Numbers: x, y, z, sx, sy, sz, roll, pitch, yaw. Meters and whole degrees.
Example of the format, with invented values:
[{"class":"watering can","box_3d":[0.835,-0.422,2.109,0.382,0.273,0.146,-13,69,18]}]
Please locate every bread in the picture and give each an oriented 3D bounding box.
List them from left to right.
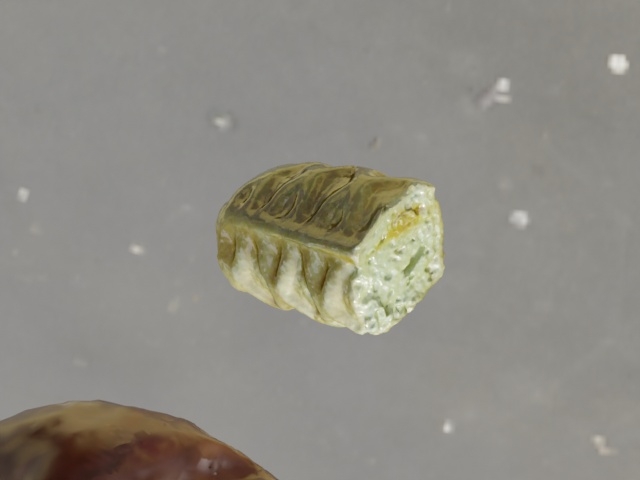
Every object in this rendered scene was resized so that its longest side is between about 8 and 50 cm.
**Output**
[{"class":"bread","box_3d":[0.000,0.000,1.682,0.130,0.152,0.267,33,168,-37]}]

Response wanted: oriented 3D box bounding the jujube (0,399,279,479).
[{"class":"jujube","box_3d":[-0.025,0.209,0.543,0.216,0.216,0.342,-16,112,30]}]
